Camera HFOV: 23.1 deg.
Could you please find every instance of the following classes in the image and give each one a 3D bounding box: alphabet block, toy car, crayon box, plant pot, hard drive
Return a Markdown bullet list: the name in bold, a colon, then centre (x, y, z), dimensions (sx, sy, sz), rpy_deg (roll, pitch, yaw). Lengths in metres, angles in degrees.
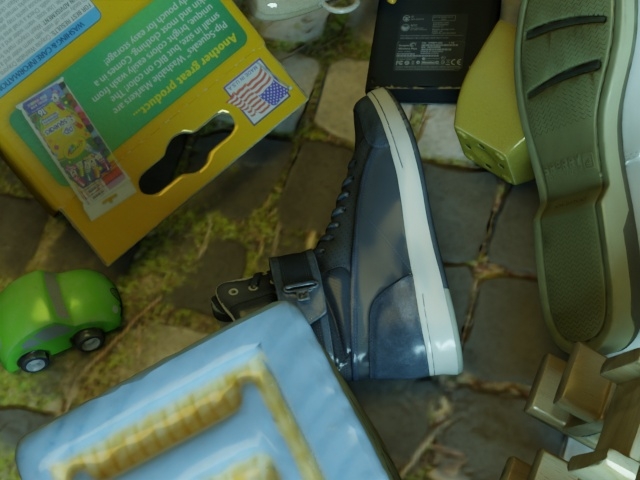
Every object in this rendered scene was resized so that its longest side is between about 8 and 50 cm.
- **alphabet block**: centre (-0.036, 0.186, 0.918), dimensions (0.192, 0.197, 0.193), rpy_deg (-27, 58, 2)
- **toy car**: centre (-0.254, 0.073, 1.125), dimensions (0.225, 0.053, 0.239), rpy_deg (-23, 58, -1)
- **crayon box**: centre (-0.190, -0.165, 1.167), dimensions (0.203, 0.083, 0.323), rpy_deg (-40, 96, -12)
- **plant pot**: centre (0.140, -0.090, 1.115), dimensions (0.081, 0.081, 0.083), rpy_deg (34, 78, 27)
- **hard drive**: centre (0.089, -0.166, 1.202), dimensions (0.094, 0.022, 0.135), rpy_deg (2, 61, 14)

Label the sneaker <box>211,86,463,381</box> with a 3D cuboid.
- **sneaker**: centre (0.000, 0.000, 1.089), dimensions (0.163, 0.086, 0.226), rpy_deg (-11, 60, 4)

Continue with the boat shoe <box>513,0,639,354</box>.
- **boat shoe**: centre (0.201, -0.077, 1.029), dimensions (0.103, 0.113, 0.302), rpy_deg (-1, 91, -29)

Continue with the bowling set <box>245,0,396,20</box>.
- **bowling set**: centre (-0.019, -0.321, 1.197), dimensions (0.154, 0.200, 0.287), rpy_deg (-15, 55, -20)

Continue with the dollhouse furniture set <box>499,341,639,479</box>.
- **dollhouse furniture set**: centre (0.209, 0.177, 0.880), dimensions (0.161, 0.212, 0.242), rpy_deg (29, 66, -13)
